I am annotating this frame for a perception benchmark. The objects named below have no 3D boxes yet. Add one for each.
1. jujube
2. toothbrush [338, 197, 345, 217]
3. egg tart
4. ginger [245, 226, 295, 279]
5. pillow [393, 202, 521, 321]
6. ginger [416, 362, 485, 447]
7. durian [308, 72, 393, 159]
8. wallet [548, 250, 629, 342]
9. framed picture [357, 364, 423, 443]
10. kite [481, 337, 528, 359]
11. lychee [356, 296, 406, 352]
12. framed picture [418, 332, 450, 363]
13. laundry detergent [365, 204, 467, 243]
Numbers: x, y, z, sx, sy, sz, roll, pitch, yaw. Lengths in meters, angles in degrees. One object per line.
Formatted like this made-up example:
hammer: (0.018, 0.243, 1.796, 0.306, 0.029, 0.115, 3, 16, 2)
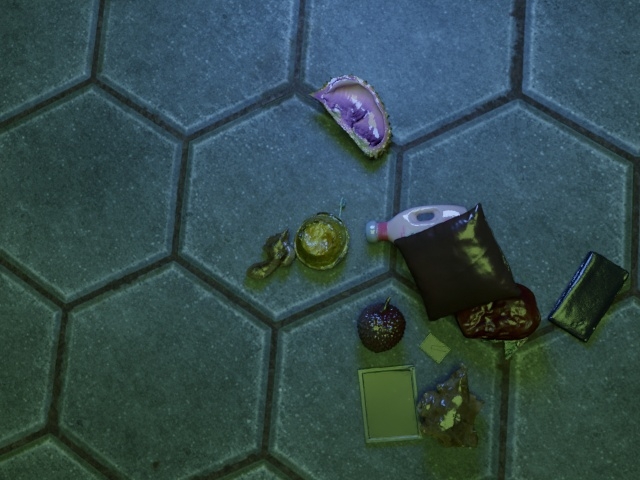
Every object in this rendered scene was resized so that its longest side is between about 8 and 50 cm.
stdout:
jujube: (0.572, 0.238, 1.475, 0.256, 0.190, 0.189, -19, 84, 11)
toothbrush: (0.066, -0.047, 1.622, 0.016, 0.019, 0.219, 12, 86, -33)
egg tart: (0.000, 0.001, 1.583, 0.213, 0.090, 0.212, -2, 81, 12)
ginger: (-0.179, 0.054, 1.619, 0.214, 0.059, 0.132, -29, 75, 11)
pillow: (0.419, 0.079, 1.426, 0.306, 0.108, 0.307, -24, 92, 28)
ginger: (0.429, 0.538, 1.490, 0.219, 0.123, 0.269, 7, 76, 3)
durian: (0.136, -0.443, 1.610, 0.191, 0.112, 0.341, -44, 91, -9)
wallet: (0.897, 0.186, 1.518, 0.146, 0.030, 0.285, 32, 90, 11)
framed picture: (0.238, 0.560, 1.556, 0.197, 0.014, 0.252, -6, 84, 5)
kite: (0.625, 0.336, 1.542, 0.157, 0.011, 0.138, -7, 81, 4)
lychee: (0.202, 0.278, 1.508, 0.165, 0.165, 0.197, 4, 113, 6)
framed picture: (0.393, 0.369, 1.561, 0.089, 0.006, 0.066, 39, 89, 7)
laundry detergent: (0.322, -0.037, 1.533, 0.336, 0.088, 0.158, -2, 89, 17)
